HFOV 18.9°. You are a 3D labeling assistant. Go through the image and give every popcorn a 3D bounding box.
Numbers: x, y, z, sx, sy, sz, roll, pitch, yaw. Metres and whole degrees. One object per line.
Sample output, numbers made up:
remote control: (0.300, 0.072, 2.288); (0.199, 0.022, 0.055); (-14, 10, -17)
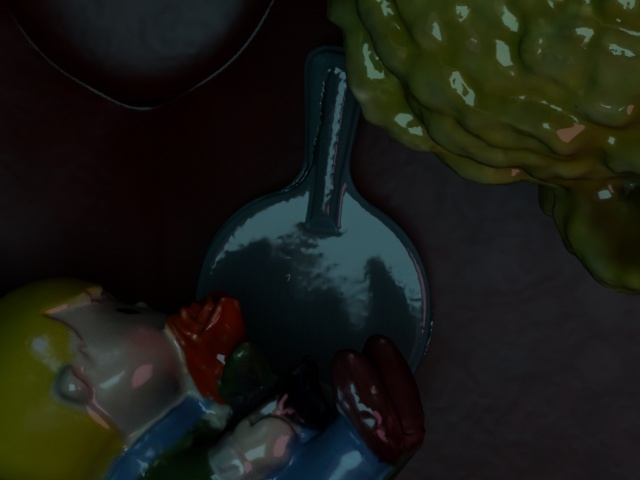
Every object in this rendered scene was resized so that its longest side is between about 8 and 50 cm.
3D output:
popcorn: (0.109, -0.130, 0.886); (0.225, 0.174, 0.286); (15, 113, 17)

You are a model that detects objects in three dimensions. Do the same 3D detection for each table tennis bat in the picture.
table tennis bat: (0.000, 0.000, 0.986); (0.124, 0.033, 0.201); (7, 104, 4)

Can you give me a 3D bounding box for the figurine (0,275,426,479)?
figurine: (-0.079, 0.073, 0.949); (0.234, 0.127, 0.185); (44, 119, 12)
